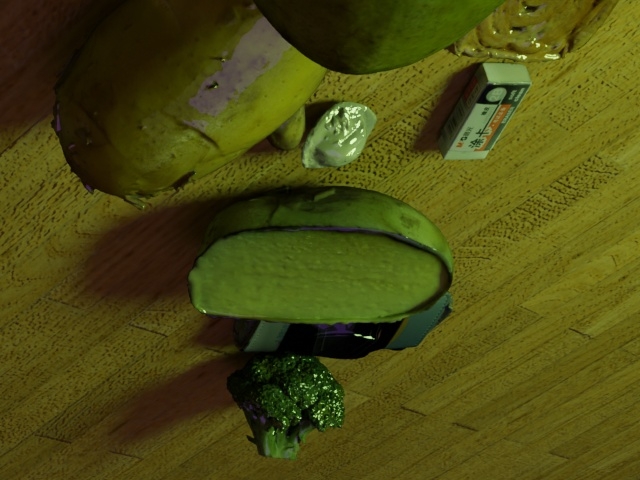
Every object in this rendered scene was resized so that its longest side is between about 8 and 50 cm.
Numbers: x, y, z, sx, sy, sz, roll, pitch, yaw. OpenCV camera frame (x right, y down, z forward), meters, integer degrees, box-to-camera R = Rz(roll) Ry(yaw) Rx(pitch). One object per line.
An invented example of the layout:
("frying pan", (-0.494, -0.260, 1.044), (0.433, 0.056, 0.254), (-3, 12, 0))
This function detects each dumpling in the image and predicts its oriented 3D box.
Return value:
("dumpling", (0.018, -0.101, 1.431), (0.076, 0.052, 0.057), (-5, 159, 1))

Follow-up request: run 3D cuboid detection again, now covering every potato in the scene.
("potato", (0.000, 0.000, 1.525), (0.272, 0.111, 0.160), (1, 139, -1))
("potato", (-0.095, -0.146, 1.229), (0.300, 0.140, 0.173), (-38, 135, 22))
("potato", (-0.037, -0.119, 1.385), (0.047, 0.045, 0.092), (-13, 145, -8))

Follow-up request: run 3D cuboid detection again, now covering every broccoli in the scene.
("broccoli", (-0.042, 0.191, 1.770), (0.146, 0.137, 0.162), (8, 176, 0))

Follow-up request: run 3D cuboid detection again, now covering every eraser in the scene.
("eraser", (0.162, -0.127, 1.478), (0.052, 0.029, 0.122), (-2, 145, -22))

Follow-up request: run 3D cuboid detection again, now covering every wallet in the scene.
("wallet", (0.026, 0.086, 1.712), (0.231, 0.069, 0.170), (1, 149, -24))

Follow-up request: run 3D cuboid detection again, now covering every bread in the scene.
("bread", (0.160, -0.242, 1.200), (0.149, 0.143, 0.158), (-2, 141, -22))

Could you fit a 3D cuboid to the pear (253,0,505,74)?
("pear", (0.055, -0.263, 1.009), (0.253, 0.253, 0.307), (-7, 141, -15))
